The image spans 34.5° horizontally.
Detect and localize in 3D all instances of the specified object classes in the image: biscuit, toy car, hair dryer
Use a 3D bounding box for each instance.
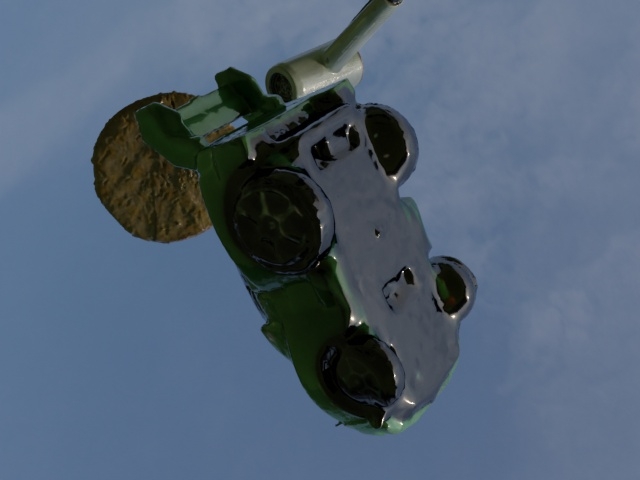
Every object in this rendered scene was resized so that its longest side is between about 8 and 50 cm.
[{"bbox_3d":[-0.214,-0.103,1.450,0.220,0.033,0.219,0,-86,-1],"label":"biscuit"},{"bbox_3d":[0.000,0.000,0.960,0.176,0.213,0.358,-15,-73,37],"label":"toy car"},{"bbox_3d":[0.033,-0.254,1.346,0.236,0.131,0.073,-34,-94,51],"label":"hair dryer"}]
